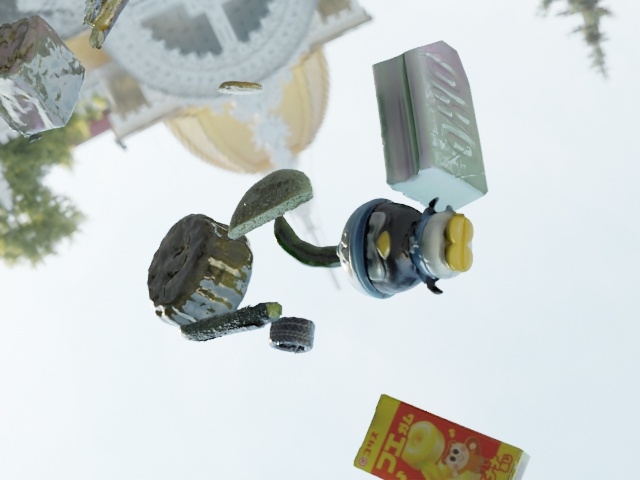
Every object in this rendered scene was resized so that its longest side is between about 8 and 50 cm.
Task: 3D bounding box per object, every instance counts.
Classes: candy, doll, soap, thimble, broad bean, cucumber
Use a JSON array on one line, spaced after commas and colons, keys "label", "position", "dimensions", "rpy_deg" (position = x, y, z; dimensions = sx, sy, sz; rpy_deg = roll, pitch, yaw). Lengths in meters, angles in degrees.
[{"label": "candy", "position": [0.209, 0.382, 1.895], "dimensions": [0.276, 0.088, 0.146], "rpy_deg": [17, -101, 26]}, {"label": "candy", "position": [-0.578, -0.321, 2.174], "dimensions": [0.137, 0.195, 0.184], "rpy_deg": [-4, -126, 26]}, {"label": "doll", "position": [0.131, 0.011, 1.864], "dimensions": [0.141, 0.177, 0.314], "rpy_deg": [5, 173, -36]}, {"label": "soap", "position": [0.211, -0.234, 2.117], "dimensions": [0.115, 0.208, 0.346], "rpy_deg": [-26, -125, 33]}, {"label": "thimble", "position": [-0.061, 0.199, 2.321], "dimensions": [0.104, 0.095, 0.066], "rpy_deg": [129, -31, -69]}, {"label": "broad bean", "position": [0.000, 0.000, 2.663], "dimensions": [0.292, 0.049, 0.144], "rpy_deg": [21, -93, 14]}, {"label": "cucumber", "position": [-0.159, 0.142, 1.857], "dimensions": [0.043, 0.044, 0.257], "rpy_deg": [-4, 171, -45]}]

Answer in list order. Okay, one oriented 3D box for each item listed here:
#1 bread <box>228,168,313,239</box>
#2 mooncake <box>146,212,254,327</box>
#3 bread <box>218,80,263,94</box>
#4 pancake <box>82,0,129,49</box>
[{"label": "bread", "position": [-0.097, -0.086, 2.038], "dimensions": [0.193, 0.036, 0.112], "rpy_deg": [-26, -138, 25]}, {"label": "mooncake", "position": [-0.298, 0.080, 2.646], "dimensions": [0.290, 0.161, 0.290], "rpy_deg": [-34, -139, 37]}, {"label": "bread", "position": [-0.193, -0.370, 2.657], "dimensions": [0.110, 0.024, 0.110], "rpy_deg": [1, 180, 0]}, {"label": "pancake", "position": [-0.378, -0.504, 2.097], "dimensions": [0.212, 0.056, 0.257], "rpy_deg": [-59, -175, -26]}]
